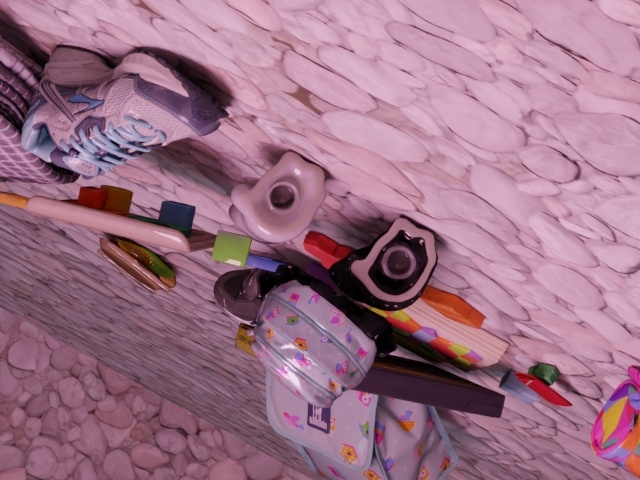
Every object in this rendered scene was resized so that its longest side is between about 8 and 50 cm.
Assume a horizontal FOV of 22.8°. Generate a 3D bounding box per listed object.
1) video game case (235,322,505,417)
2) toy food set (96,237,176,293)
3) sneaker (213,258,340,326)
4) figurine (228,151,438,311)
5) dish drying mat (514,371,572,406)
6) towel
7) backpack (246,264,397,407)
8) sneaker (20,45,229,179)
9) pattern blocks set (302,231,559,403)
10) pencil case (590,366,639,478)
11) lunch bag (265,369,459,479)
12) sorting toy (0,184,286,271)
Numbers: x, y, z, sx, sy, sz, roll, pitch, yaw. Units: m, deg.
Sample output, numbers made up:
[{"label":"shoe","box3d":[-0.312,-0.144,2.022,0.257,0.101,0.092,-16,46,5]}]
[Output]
[{"label":"video game case","box3d":[0.054,0.159,1.944,0.274,0.035,0.248,13,180,-17]},{"label":"toy food set","box3d":[-0.273,0.031,2.375,0.132,0.038,0.192,38,169,-9]},{"label":"sneaker","box3d":[-0.060,0.060,1.927,0.234,0.078,0.106,16,156,46]},{"label":"figurine","box3d":[0.000,0.000,1.662,0.215,0.092,0.209,31,169,-4]},{"label":"dish drying mat","box3d":[0.257,0.173,1.832,0.032,0.008,0.083,7,157,45]},{"label":"towel","box3d":[-0.407,-0.143,1.698,0.235,0.121,0.283,3,163,19]},{"label":"backpack","box3d":[-0.003,0.103,1.604,0.152,0.115,0.182,33,175,-1]},{"label":"sneaker","box3d":[-0.198,-0.111,1.565,0.110,0.122,0.283,38,163,-35]},{"label":"pattern blocks set","box3d":[0.126,0.103,1.880,0.324,0.026,0.285,26,165,10]},{"label":"pencil case","box3d":[0.400,0.232,1.671,0.236,0.104,0.104,30,165,-11]},{"label":"lunch bag","box3d":[0.050,0.258,2.301,0.223,0.160,0.262,20,152,40]},{"label":"sorting toy","box3d":[-0.202,-0.028,1.710,0.347,0.047,0.196,14,-179,10]}]
